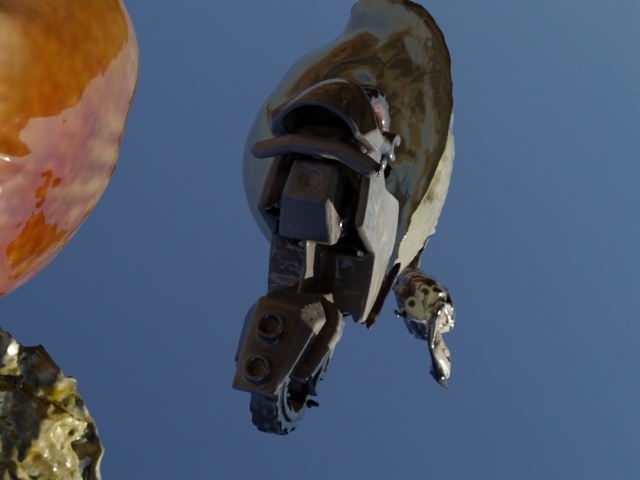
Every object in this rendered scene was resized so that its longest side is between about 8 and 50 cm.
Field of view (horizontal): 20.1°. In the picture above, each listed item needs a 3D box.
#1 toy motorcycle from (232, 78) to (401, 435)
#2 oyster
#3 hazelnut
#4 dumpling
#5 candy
[{"bbox_3d":[0.000,0.000,1.020,0.080,0.215,0.122,10,160,20],"label":"toy motorcycle"},{"bbox_3d":[-0.143,0.091,0.772,0.121,0.146,0.045,33,-136,9],"label":"oyster"},{"bbox_3d":[-0.135,-0.044,0.623,0.150,0.150,0.150,22,-153,-12],"label":"hazelnut"},{"bbox_3d":[0.046,-0.073,1.397,0.175,0.227,0.243,-6,-137,-46],"label":"dumpling"},{"bbox_3d":[0.090,0.055,1.538,0.226,0.051,0.094,-100,-16,-75],"label":"candy"}]
